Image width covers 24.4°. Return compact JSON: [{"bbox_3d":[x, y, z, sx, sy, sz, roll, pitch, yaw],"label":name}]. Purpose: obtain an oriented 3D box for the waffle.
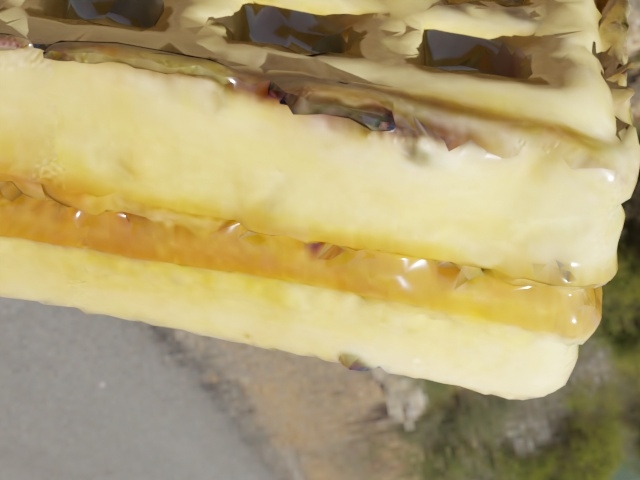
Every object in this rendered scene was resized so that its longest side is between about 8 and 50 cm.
[{"bbox_3d":[-0.083,-0.097,0.524,0.376,0.261,0.114,11,133,1],"label":"waffle"}]
